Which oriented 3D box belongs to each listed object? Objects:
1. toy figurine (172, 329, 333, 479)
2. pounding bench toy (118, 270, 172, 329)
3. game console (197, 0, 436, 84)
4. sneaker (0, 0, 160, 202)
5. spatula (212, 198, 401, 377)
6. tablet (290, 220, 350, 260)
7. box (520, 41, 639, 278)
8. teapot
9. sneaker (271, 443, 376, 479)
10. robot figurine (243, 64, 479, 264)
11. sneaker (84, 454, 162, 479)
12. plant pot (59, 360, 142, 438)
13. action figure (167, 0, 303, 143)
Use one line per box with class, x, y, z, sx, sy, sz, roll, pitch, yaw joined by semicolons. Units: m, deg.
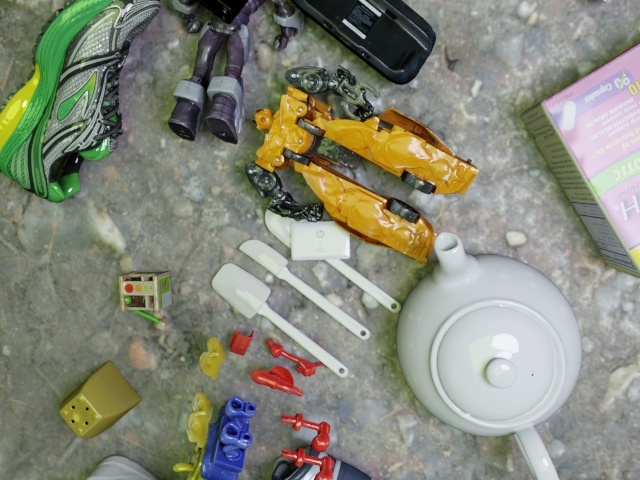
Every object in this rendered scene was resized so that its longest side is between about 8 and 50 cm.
toy figurine;-0.110;0.325;0.728;0.191;0.363;0.217;18;126;-13
pounding bench toy;-0.259;0.089;0.821;0.065;0.052;0.083;-1;95;8
game console;-0.016;-0.324;0.703;0.361;0.044;0.213;35;77;-9
sneaker;-0.319;-0.203;0.778;0.146;0.134;0.343;39;108;-4
spatula;-0.021;0.076;0.804;0.242;0.019;0.168;38;92;2
tablet;0.000;0.000;0.790;0.083;0.006;0.054;-2;87;1
box;0.409;-0.114;0.676;0.213;0.117;0.243;-30;91;10
teapot;0.213;0.144;0.693;0.255;0.187;0.253;22;98;5
sneaker;-0.045;0.424;0.798;0.153;0.099;0.282;36;93;-1
robot figurine;0.043;-0.099;0.739;0.291;0.085;0.211;29;106;4
sneaker;-0.231;0.431;0.792;0.292;0.169;0.108;23;96;4
plant pot;-0.337;0.246;0.831;0.081;0.083;0.081;-41;90;9
action figure;-0.126;-0.277;0.748;0.185;0.099;0.285;12;82;13
